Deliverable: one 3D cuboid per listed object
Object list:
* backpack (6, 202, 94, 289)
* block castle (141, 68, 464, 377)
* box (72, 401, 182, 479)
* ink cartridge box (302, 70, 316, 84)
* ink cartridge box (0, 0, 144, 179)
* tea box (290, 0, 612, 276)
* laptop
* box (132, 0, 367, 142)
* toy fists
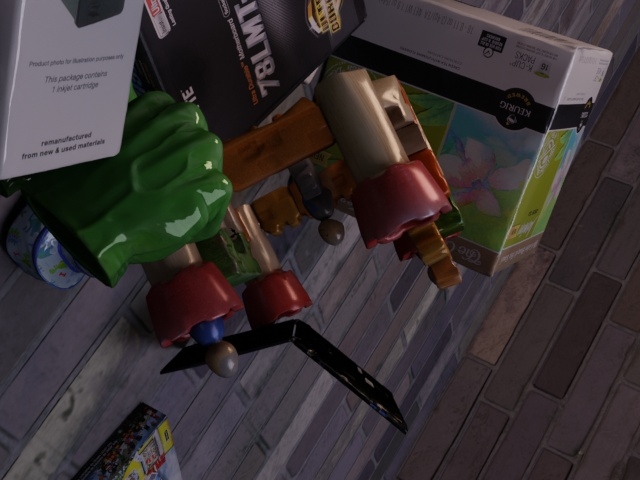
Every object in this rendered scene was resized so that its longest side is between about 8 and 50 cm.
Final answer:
[{"bbox_3d":[-0.242,-0.010,0.989,0.114,0.084,0.105,-55,153,-17],"label":"backpack"},{"bbox_3d":[0.000,0.000,1.105,0.303,0.212,0.453,-26,173,7],"label":"block castle"},{"bbox_3d":[-0.256,0.346,1.364,0.159,0.044,0.233,-49,152,-35],"label":"box"},{"bbox_3d":[-0.044,-0.318,1.185,0.225,0.056,0.181,39,76,-48],"label":"ink cartridge box"},{"bbox_3d":[-0.223,-0.216,0.663,0.121,0.211,0.289,-23,132,-56],"label":"ink cartridge box"},{"bbox_3d":[0.182,-0.168,1.439,0.220,0.329,0.323,-18,128,-61],"label":"tea box"},{"bbox_3d":[-0.041,0.180,1.264,0.136,0.264,0.234,-51,-179,1],"label":"laptop"},{"bbox_3d":[-0.086,-0.261,1.035,0.293,0.073,0.295,-49,146,-24],"label":"box"},{"bbox_3d":[-0.181,-0.072,0.807,0.142,0.279,0.096,-41,140,-18],"label":"toy fists"}]
